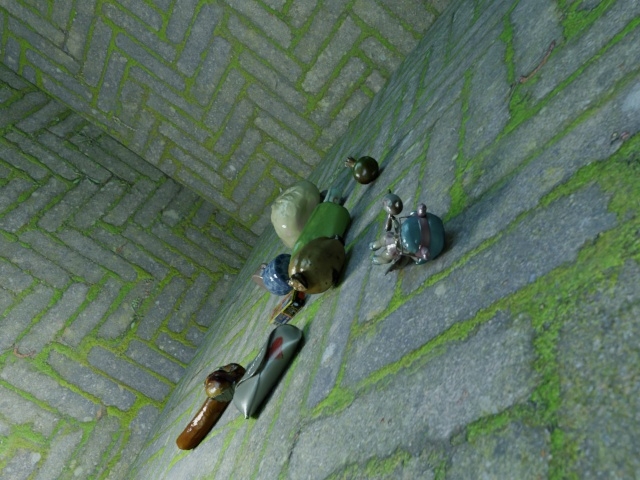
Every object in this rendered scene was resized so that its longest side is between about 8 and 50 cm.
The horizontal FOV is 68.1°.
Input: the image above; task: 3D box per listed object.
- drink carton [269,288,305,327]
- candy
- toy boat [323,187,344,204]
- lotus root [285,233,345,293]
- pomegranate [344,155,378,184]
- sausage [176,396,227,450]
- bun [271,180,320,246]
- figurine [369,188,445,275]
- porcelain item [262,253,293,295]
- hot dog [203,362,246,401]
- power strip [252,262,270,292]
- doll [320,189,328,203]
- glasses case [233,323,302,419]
[{"bbox_3d":[-0.116,0.243,1.698,0.166,0.056,0.071,-47,23,38],"label":"drink carton"},{"bbox_3d":[0.000,0.000,1.697,0.131,0.142,0.344,-26,29,42],"label":"candy"},{"bbox_3d":[0.043,-0.132,2.098,0.134,0.078,0.208,142,149,-78],"label":"toy boat"},{"bbox_3d":[-0.007,0.081,1.478,0.257,0.154,0.140,-45,-35,-37],"label":"lotus root"},{"bbox_3d":[0.158,-0.282,1.836,0.115,0.142,0.115,-55,-14,-21],"label":"pomegranate"},{"bbox_3d":[-0.442,0.675,1.764,0.302,0.076,0.103,-53,12,15],"label":"sausage"},{"bbox_3d":[-0.137,-0.133,2.290,0.361,0.212,0.362,-165,90,-76],"label":"bun"},{"bbox_3d":[0.181,-0.014,1.042,0.260,0.102,0.206,143,133,-69],"label":"figurine"},{"bbox_3d":[-0.146,0.135,1.892,0.114,0.147,0.147,-42,18,44],"label":"porcelain item"},{"bbox_3d":[-0.334,0.496,1.687,0.162,0.082,0.270,-15,3,-19],"label":"hot dog"},{"bbox_3d":[-0.220,0.169,2.078,0.078,0.154,0.154,-58,11,-22],"label":"power strip"},{"bbox_3d":[0.021,-0.208,2.365,0.102,0.075,0.227,-46,-1,-2],"label":"doll"},{"bbox_3d":[-0.165,0.387,1.418,0.308,0.083,0.128,-57,11,-7],"label":"glasses case"}]
